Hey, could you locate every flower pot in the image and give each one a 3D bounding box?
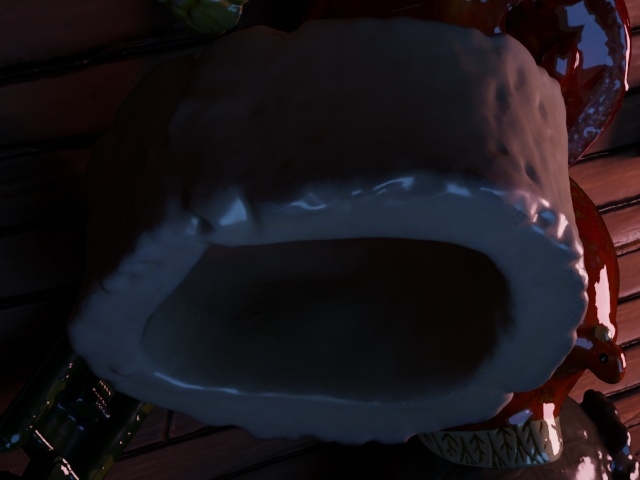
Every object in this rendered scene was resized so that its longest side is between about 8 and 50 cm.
[{"bbox_3d":[0.164,0.264,1.608,0.301,0.213,0.302,-29,151,-18],"label":"flower pot"}]

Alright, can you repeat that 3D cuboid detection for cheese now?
[{"bbox_3d":[0.000,-0.004,1.185,0.332,0.153,0.292,-1,144,-4],"label":"cheese"}]

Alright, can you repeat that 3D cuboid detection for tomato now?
[{"bbox_3d":[0.095,-0.139,1.283,0.233,0.140,0.200,6,119,-5],"label":"tomato"}]

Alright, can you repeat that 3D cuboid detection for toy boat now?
[{"bbox_3d":[-0.155,0.099,1.291,0.210,0.052,0.104,-54,126,-29],"label":"toy boat"}]

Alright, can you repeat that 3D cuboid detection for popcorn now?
[{"bbox_3d":[-0.069,-0.181,1.133,0.089,0.109,0.097,30,63,-21],"label":"popcorn"}]

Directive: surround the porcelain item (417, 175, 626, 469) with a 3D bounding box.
[{"bbox_3d":[0.149,0.060,1.428,0.253,0.253,0.253,-24,137,-25],"label":"porcelain item"}]

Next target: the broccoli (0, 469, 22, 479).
[{"bbox_3d":[-0.272,0.307,1.246,0.308,0.275,0.308,-40,138,-49],"label":"broccoli"}]
